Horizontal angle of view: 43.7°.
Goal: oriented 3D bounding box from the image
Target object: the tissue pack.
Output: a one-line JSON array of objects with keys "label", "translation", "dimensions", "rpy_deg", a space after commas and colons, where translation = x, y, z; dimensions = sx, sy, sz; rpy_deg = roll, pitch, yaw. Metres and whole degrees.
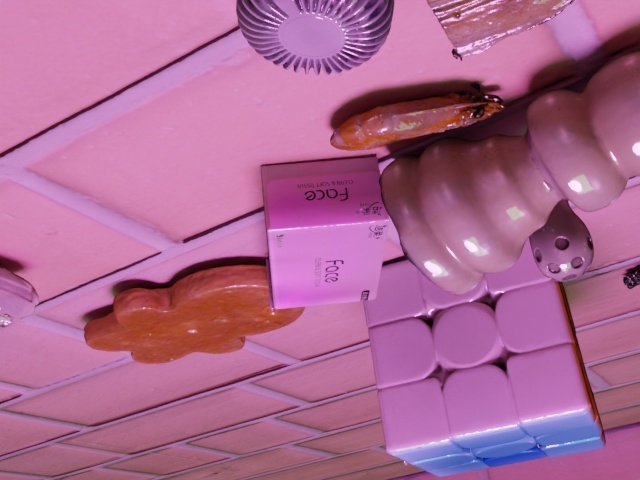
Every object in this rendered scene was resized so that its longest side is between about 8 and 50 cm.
[{"label": "tissue pack", "translation": [0.000, 0.000, 1.025], "dimensions": [0.148, 0.092, 0.246], "rpy_deg": [-5, 154, -3]}]

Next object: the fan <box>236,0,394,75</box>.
[{"label": "fan", "translation": [-0.030, -0.220, 0.611], "dimensions": [0.130, 0.074, 0.244], "rpy_deg": [-8, 151, 26]}]

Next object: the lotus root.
[{"label": "lotus root", "translation": [0.145, -0.227, 0.640], "dimensions": [0.144, 0.070, 0.143], "rpy_deg": [-12, 148, 18]}]

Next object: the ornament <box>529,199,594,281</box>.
[{"label": "ornament", "translation": [0.289, -0.023, 0.987], "dimensions": [0.075, 0.156, 0.081], "rpy_deg": [1, 152, -15]}]

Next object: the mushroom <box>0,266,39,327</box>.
[{"label": "mushroom", "translation": [-0.502, 0.057, 1.011], "dimensions": [0.278, 0.099, 0.096], "rpy_deg": [12, 134, -27]}]

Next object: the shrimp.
[{"label": "shrimp", "translation": [0.102, -0.129, 0.860], "dimensions": [0.190, 0.042, 0.101], "rpy_deg": [-13, 174, 8]}]

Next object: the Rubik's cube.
[{"label": "Rubik's cube", "translation": [0.255, 0.185, 1.246], "dimensions": [0.290, 0.291, 0.291], "rpy_deg": [-16, 151, 16]}]

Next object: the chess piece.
[{"label": "chess piece", "translation": [0.246, -0.085, 0.859], "dimensions": [0.330, 0.182, 0.182], "rpy_deg": [-30, 147, 26]}]

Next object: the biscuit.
[{"label": "biscuit", "translation": [-0.190, 0.114, 1.245], "dimensions": [0.355, 0.052, 0.275], "rpy_deg": [-24, 150, 27]}]

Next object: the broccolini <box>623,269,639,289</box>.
[{"label": "broccolini", "translation": [0.636, 0.065, 1.412], "dimensions": [0.254, 0.071, 0.057], "rpy_deg": [2, 111, -33]}]
